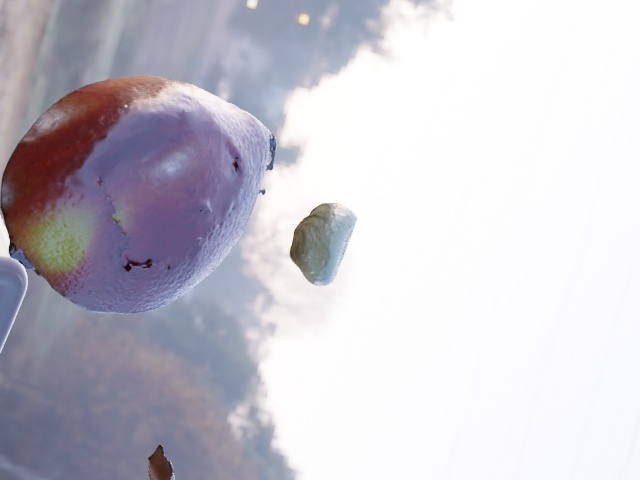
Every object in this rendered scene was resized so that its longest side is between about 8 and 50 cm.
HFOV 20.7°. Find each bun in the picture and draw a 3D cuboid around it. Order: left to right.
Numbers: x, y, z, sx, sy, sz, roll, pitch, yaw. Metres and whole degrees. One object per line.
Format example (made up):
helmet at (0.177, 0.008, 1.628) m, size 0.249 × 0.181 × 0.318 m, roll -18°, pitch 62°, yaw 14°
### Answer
bun at (0.000, 0.000, 1.728) m, size 0.086 × 0.054 × 0.086 m, roll 23°, pitch 90°, yaw -84°

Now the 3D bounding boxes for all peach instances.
peach at (-0.122, -0.041, 1.401) m, size 0.068 × 0.279 × 0.189 m, roll 7°, pitch -65°, yaw 49°

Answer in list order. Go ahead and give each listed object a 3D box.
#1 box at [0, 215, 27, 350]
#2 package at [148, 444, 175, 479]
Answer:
box at (-0.512, 0.080, 2.037) m, size 0.229 × 0.239 × 0.339 m, roll 54°, pitch -55°, yaw 42°
package at (-0.142, 0.250, 1.625) m, size 0.077 × 0.033 × 0.111 m, roll 79°, pitch -2°, yaw -57°
